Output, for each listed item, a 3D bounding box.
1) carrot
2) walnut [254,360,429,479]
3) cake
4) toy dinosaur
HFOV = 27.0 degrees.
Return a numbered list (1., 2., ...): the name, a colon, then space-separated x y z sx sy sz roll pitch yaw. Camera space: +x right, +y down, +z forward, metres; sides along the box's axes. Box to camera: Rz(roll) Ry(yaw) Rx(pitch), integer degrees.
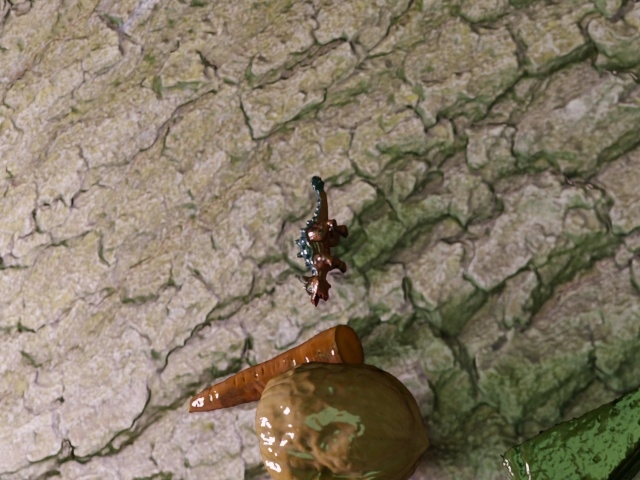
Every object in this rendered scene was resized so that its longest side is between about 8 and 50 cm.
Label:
1. carrot: -0.062 0.154 1.505 0.224 0.057 0.057 -21 65 21
2. walnut: 0.025 0.200 1.388 0.184 0.155 0.155 0 73 22
3. cake: 0.301 0.203 1.291 0.235 0.100 0.099 -30 65 13
4. toy dinosaur: 0.000 0.000 1.529 0.055 0.049 0.154 -8 75 26
